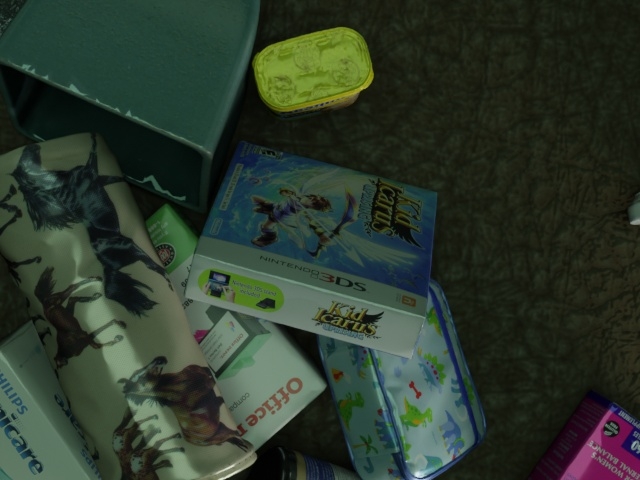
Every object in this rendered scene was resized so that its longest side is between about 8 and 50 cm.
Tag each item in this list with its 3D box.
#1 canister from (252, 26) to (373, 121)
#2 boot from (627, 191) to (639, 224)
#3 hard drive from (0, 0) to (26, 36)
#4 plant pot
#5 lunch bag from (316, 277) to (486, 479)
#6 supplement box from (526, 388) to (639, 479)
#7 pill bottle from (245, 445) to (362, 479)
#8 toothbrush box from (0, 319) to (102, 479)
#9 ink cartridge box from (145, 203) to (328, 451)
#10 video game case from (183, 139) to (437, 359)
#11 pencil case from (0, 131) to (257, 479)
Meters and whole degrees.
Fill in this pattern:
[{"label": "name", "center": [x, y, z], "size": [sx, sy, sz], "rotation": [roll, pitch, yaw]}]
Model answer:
[{"label": "canister", "center": [-0.009, -0.183, 1.411], "size": [0.126, 0.170, 0.073], "rotation": [-15, 90, -1]}, {"label": "boot", "center": [0.471, -0.101, 1.469], "size": [0.258, 0.095, 0.123], "rotation": [-13, 82, -9]}, {"label": "hard drive", "center": [-0.364, -0.260, 1.478], "size": [0.094, 0.022, 0.135], "rotation": [26, 89, -1]}, {"label": "plant pot", "center": [-0.184, -0.215, 1.381], "size": [0.247, 0.248, 0.252], "rotation": [24, 75, 0]}, {"label": "lunch bag", "center": [0.096, 0.156, 1.415], "size": [0.090, 0.176, 0.219], "rotation": [-17, 88, 41]}, {"label": "supplement box", "center": [0.305, 0.298, 1.442], "size": [0.111, 0.114, 0.220], "rotation": [35, 91, -1]}, {"label": "pill bottle", "center": [0.025, 0.322, 1.412], "size": [0.219, 0.123, 0.123], "rotation": [23, 89, -19]}, {"label": "toothbrush box", "center": [-0.383, 0.257, 1.352], "size": [0.295, 0.126, 0.216], "rotation": [-32, 98, 11]}, {"label": "ink cartridge box", "center": [-0.153, 0.126, 1.430], "size": [0.201, 0.117, 0.278], "rotation": [-41, 90, -1]}, {"label": "video game case", "center": [0.000, 0.000, 1.366], "size": [0.244, 0.269, 0.061], "rotation": [16, 122, -2]}, {"label": "pencil case", "center": [-0.221, 0.079, 1.284], "size": [0.160, 0.183, 0.410], "rotation": [-24, 85, -28]}]
